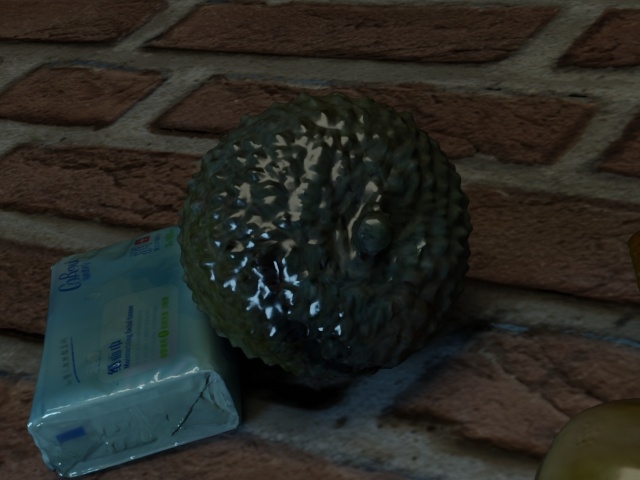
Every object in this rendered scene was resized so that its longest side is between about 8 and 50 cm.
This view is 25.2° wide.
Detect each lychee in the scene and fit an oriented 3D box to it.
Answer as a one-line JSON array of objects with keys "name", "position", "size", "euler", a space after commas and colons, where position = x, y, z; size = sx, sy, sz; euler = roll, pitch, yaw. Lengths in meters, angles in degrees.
[{"name": "lychee", "position": [0.000, 0.000, 1.236], "size": [0.255, 0.255, 0.274], "euler": [-34, 6, -26]}]

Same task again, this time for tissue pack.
[{"name": "tissue pack", "position": [-0.167, 0.088, 1.317], "size": [0.177, 0.089, 0.263], "euler": [-17, 29, 6]}]

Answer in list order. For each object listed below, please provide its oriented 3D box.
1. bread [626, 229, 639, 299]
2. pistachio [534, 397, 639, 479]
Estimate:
[{"name": "bread", "position": [0.361, 0.044, 1.083], "size": [0.234, 0.111, 0.184], "euler": [-11, 32, 11]}, {"name": "pistachio", "position": [0.247, 0.189, 0.865], "size": [0.260, 0.163, 0.212], "euler": [18, 28, 20]}]
